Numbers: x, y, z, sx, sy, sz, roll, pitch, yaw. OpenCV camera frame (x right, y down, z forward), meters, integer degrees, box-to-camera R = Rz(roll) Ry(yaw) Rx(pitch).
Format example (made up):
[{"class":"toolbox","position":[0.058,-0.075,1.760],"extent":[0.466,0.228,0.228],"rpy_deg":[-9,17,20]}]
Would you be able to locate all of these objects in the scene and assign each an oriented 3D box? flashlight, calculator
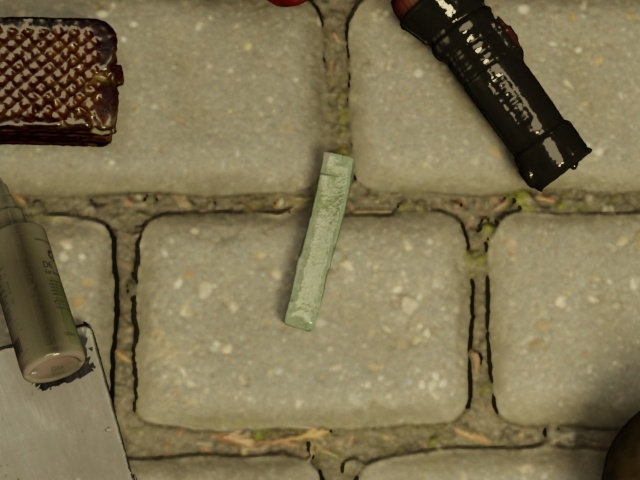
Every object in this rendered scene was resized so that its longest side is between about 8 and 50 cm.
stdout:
[{"class":"flashlight","position":[0.163,-0.156,1.235],"extent":[0.093,0.093,0.232],"rpy_deg":[-37,85,-11]},{"class":"calculator","position":[-0.243,0.213,1.161],"extent":[0.161,0.021,0.262],"rpy_deg":[-15,80,-7]}]

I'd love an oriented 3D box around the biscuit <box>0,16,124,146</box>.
[{"class":"biscuit","position":[-0.372,-0.145,1.193],"extent":[0.388,0.073,0.107],"rpy_deg":[1,77,-6]}]

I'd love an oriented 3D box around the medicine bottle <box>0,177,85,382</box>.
[{"class":"medicine bottle","position":[-0.262,0.027,1.174],"extent":[0.057,0.058,0.199],"rpy_deg":[-19,65,-8]}]

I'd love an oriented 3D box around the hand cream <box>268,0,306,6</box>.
[{"class":"hand cream","position":[-0.021,-0.334,1.192],"extent":[0.149,0.230,0.230],"rpy_deg":[40,78,7]}]

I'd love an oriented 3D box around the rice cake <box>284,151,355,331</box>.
[{"class":"rice cake","position":[-0.001,0.000,1.220],"extent":[0.033,0.029,0.171],"rpy_deg":[14,78,3]}]

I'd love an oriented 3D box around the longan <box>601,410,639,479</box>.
[{"class":"longan","position":[0.342,0.215,1.118],"extent":[0.220,0.196,0.197],"rpy_deg":[-19,80,-1]}]
